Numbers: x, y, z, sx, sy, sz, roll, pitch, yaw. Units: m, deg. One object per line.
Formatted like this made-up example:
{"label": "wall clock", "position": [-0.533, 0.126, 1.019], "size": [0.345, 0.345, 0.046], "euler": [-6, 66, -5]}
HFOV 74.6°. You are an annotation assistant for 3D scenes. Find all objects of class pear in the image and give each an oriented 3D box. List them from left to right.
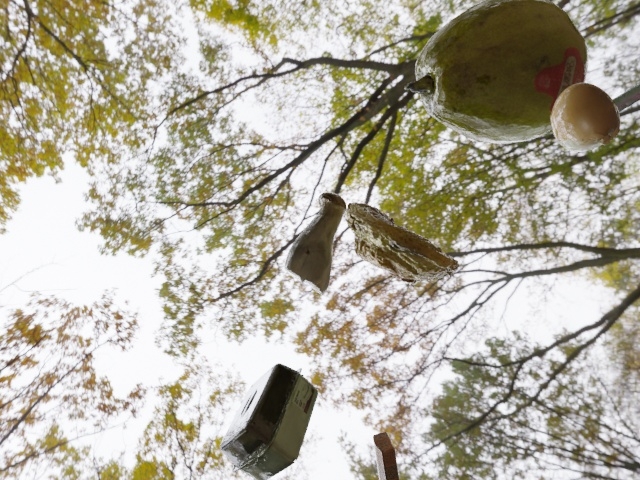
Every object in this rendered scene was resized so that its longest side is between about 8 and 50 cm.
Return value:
{"label": "pear", "position": [0.346, -0.337, 0.858], "size": [0.376, 0.287, 0.287], "euler": [-12, -90, -13]}

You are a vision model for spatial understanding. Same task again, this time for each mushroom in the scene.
{"label": "mushroom", "position": [0.000, 0.000, 1.385], "size": [0.159, 0.122, 0.328], "euler": [27, -106, -10]}

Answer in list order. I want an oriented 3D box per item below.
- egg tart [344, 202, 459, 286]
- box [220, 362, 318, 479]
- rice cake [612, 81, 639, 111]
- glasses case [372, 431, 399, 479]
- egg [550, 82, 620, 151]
{"label": "egg tart", "position": [0.235, 0.032, 1.238], "size": [0.352, 0.340, 0.153], "euler": [22, -80, -53]}
{"label": "box", "position": [-0.142, 0.514, 1.206], "size": [0.166, 0.220, 0.290], "euler": [40, -150, -7]}
{"label": "rice cake", "position": [0.691, -0.327, 0.865], "size": [0.033, 0.208, 0.033], "euler": [53, -146, -4]}
{"label": "glasses case", "position": [0.196, 0.677, 1.228], "size": [0.049, 0.075, 0.218], "euler": [-12, -74, -7]}
{"label": "egg", "position": [0.319, -0.150, 0.512], "size": [0.071, 0.071, 0.083], "euler": [-32, -82, -29]}
